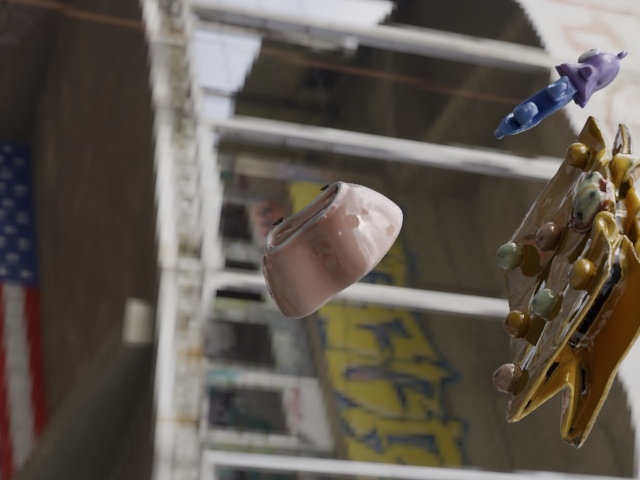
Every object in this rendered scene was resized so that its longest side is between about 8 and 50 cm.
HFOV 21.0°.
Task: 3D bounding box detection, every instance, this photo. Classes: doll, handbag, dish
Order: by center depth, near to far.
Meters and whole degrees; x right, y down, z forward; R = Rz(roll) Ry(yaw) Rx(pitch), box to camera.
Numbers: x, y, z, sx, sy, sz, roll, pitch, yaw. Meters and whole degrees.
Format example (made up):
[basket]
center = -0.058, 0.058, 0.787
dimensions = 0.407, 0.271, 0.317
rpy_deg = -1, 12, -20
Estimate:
[handbag]
center = 0.323, 0.037, 2.183
dimensions = 0.401, 0.133, 0.283
rpy_deg = -80, -166, -56
[dish]
center = 0.000, 0.000, 2.252
dimensions = 0.213, 0.090, 0.213
rpy_deg = -37, -164, 13
[doll]
center = 0.317, -0.194, 2.273
dimensions = 0.067, 0.206, 0.110
rpy_deg = 57, -2, 4
